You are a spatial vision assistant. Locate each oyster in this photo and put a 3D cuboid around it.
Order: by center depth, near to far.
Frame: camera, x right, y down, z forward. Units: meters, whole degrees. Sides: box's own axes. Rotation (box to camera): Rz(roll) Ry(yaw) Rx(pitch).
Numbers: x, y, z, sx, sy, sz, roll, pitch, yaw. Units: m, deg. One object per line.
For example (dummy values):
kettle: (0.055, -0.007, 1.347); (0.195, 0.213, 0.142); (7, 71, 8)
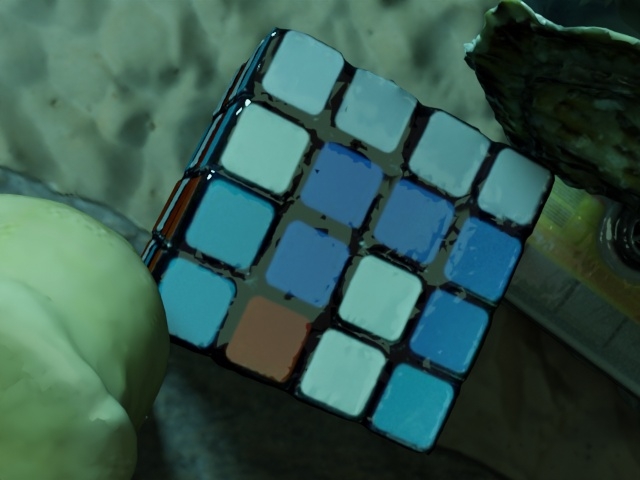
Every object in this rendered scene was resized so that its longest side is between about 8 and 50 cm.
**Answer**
oyster: (0.217, -0.045, 0.439); (0.351, 0.162, 0.158); (19, 108, -21)

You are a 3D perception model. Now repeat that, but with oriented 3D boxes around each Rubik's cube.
Rubik's cube: (0.000, 0.000, 0.487); (0.154, 0.155, 0.151); (27, 85, -13)

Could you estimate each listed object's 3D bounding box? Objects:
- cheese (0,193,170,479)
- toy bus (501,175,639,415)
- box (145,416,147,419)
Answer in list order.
cheese: (-0.218, 0.104, 0.377); (0.384, 0.104, 0.384); (1, 111, 4)
toy bus: (0.205, 0.049, 0.568); (0.268, 0.092, 0.106); (36, 94, -12)
box: (-0.208, 0.078, 0.486); (0.199, 0.081, 0.135); (40, 85, -9)
